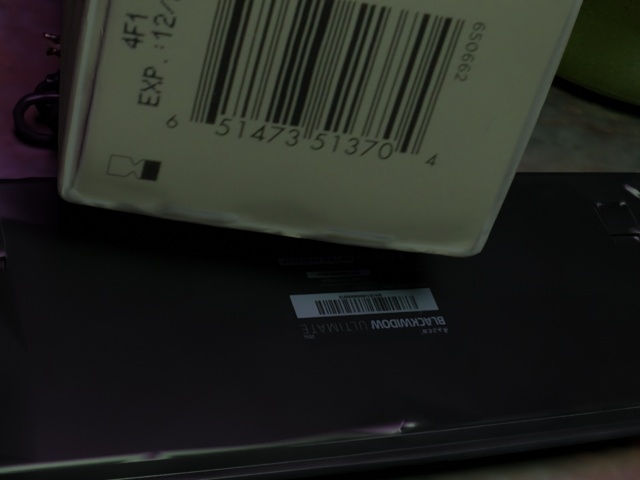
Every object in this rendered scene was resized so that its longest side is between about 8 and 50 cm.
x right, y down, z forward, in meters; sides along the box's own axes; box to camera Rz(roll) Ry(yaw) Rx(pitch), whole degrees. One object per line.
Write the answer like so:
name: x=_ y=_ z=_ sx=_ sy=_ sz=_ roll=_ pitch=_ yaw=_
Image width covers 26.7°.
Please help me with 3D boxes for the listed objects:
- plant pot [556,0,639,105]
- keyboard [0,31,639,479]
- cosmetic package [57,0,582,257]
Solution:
plant pot: x=0.201 y=-0.259 z=0.605 sx=0.366 sy=0.353 sz=0.367 roll=13 pitch=46 yaw=-14
keyboard: x=0.000 y=0.000 z=0.504 sx=0.317 sy=0.033 sz=0.202 roll=-1 pitch=51 yaw=-26
cosmetic package: x=-0.018 y=-0.140 z=0.520 sx=0.153 sy=0.129 sz=0.296 roll=6 pitch=36 yaw=-16
